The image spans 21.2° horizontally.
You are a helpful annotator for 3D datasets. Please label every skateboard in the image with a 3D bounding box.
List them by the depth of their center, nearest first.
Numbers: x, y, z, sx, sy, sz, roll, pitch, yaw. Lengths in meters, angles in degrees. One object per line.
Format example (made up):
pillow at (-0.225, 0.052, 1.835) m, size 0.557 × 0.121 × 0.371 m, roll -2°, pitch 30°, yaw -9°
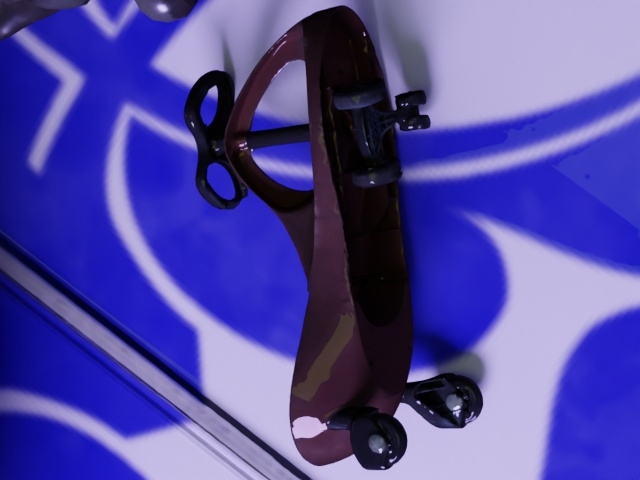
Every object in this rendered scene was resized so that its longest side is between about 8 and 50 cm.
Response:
skateboard at (0.000, 0.000, 0.569) m, size 0.080 × 0.067 × 0.151 m, roll -4°, pitch 95°, yaw 31°

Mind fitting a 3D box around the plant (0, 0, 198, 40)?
plant at (-0.126, -0.128, 0.457) m, size 0.188 × 0.276 × 0.199 m, roll -32°, pitch 104°, yaw 17°
